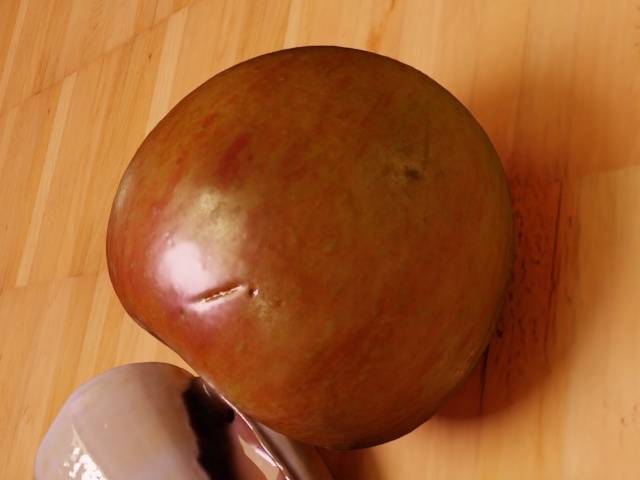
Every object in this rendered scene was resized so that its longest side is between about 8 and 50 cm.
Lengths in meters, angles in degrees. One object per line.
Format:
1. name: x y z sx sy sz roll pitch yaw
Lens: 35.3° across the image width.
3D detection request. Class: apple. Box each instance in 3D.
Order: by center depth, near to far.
1. apple: 0.000 0.000 0.484 0.196 0.196 0.196 -29 52 45

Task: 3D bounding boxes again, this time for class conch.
1. conch: -0.054 0.166 0.567 0.158 0.127 0.255 -39 61 -5
